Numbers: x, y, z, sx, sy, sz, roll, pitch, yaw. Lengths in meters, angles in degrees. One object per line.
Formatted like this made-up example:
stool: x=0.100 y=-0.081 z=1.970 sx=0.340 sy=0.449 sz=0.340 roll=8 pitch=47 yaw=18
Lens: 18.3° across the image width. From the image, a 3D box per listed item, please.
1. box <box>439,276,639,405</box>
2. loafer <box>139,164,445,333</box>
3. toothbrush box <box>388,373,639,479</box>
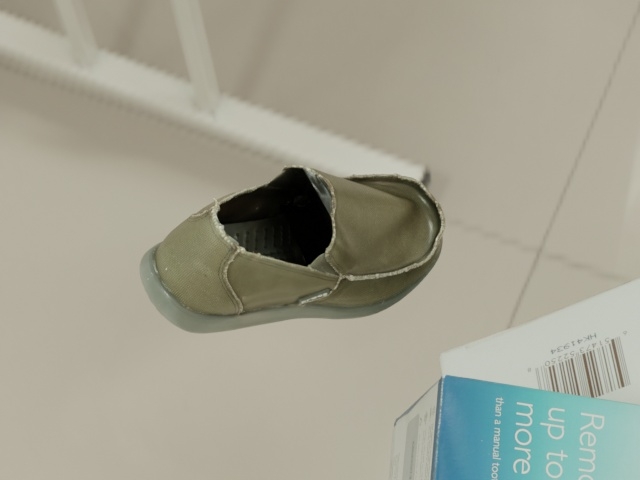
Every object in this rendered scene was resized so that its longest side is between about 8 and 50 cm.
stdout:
box: x=0.263 y=0.215 z=1.540 sx=0.215 sy=0.345 sz=0.168 roll=-22 pitch=36 yaw=14
loafer: x=0.000 y=0.000 z=1.320 sx=0.251 sy=0.087 sz=0.094 roll=-16 pitch=66 yaw=-43
toothbrush box: x=0.193 y=0.222 z=1.261 sx=0.296 sy=0.126 sz=0.216 roll=11 pitch=70 yaw=-10
